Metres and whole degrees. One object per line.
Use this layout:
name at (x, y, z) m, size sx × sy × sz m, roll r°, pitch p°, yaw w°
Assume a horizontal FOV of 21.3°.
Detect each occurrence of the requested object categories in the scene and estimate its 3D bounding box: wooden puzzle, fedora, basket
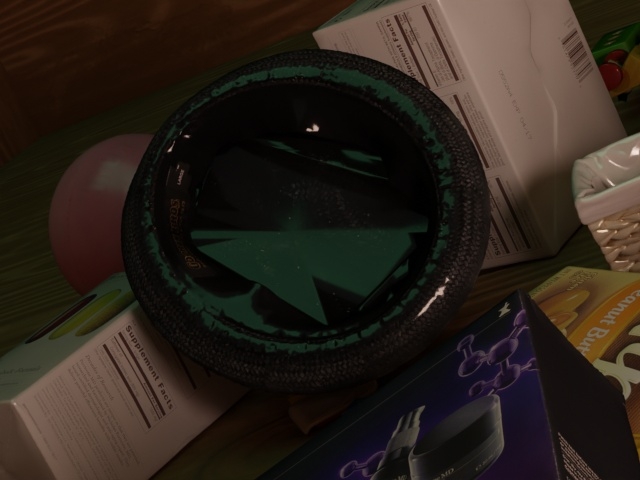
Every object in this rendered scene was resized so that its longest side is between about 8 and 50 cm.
wooden puzzle at (0.011, 0.133, 1.412) m, size 0.078 × 0.014 × 0.116 m, roll -31°, pitch 14°, yaw 0°
fedora at (0.000, 0.000, 1.464) m, size 0.334 × 0.334 × 0.152 m, roll -25°, pitch -29°, yaw 8°
basket at (0.290, -0.034, 1.319) m, size 0.167 × 0.103 × 0.113 m, roll -23°, pitch 15°, yaw 15°

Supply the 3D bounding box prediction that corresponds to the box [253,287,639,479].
box at (0.039, 0.171, 0.881) m, size 0.261 × 0.103 × 0.184 m, roll -38°, pitch 19°, yaw 18°

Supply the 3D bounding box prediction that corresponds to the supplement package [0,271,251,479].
supplement package at (-0.194, 0.136, 1.511) m, size 0.139 × 0.134 × 0.244 m, roll -11°, pitch 21°, yaw 45°

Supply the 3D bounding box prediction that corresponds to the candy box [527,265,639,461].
candy box at (0.191, 0.103, 1.046) m, size 0.183 × 0.087 × 0.316 m, roll -34°, pitch 16°, yaw -21°

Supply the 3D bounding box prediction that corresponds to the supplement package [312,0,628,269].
supplement package at (0.149, -0.132, 1.584) m, size 0.145 × 0.262 × 0.204 m, roll -13°, pitch 19°, yaw 39°

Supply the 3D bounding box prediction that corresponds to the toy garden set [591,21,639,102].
toy garden set at (0.391, -0.206, 1.720) m, size 0.244 × 0.049 × 0.204 m, roll -18°, pitch 12°, yaw 24°

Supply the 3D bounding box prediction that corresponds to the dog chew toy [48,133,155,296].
dog chew toy at (-0.143, -0.018, 1.853) m, size 0.332 × 0.206 × 0.206 m, roll -1°, pitch 28°, yaw 43°
